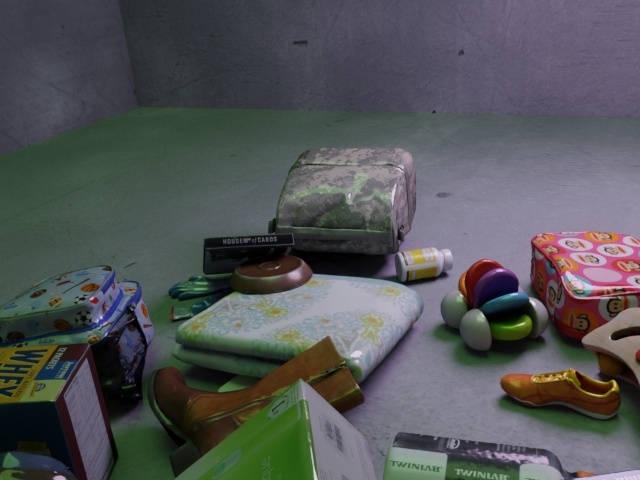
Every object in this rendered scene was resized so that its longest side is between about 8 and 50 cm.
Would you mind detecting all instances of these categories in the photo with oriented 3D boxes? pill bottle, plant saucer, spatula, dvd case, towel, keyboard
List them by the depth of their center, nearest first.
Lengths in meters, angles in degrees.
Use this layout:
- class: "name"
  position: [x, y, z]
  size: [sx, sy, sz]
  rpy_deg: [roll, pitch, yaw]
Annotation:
- class: "pill bottle"
  position: [0.203, 0.305, 0.810]
  size: [0.246, 0.130, 0.130]
  rpy_deg: [2, 24, 17]
- class: "spatula"
  position: [-0.034, 0.235, 1.169]
  size: [0.242, 0.019, 0.168]
  rpy_deg: [-25, 29, -38]
- class: "towel"
  position: [-0.035, 0.155, 1.250]
  size: [0.375, 0.090, 0.320]
  rpy_deg: [3, 20, 26]
- class: "plant saucer"
  position: [-0.100, 0.061, 1.371]
  size: [0.169, 0.029, 0.168]
  rpy_deg: [-4, 17, 1]
- class: "dvd case"
  position: [-0.161, 0.031, 1.473]
  size: [0.179, 0.029, 0.238]
  rpy_deg: [-3, -14, -11]
- class: "pill bottle"
  position: [0.224, 0.050, 1.488]
  size: [0.116, 0.065, 0.065]
  rpy_deg: [-8, 23, -8]
- class: "keyboard"
  position: [0.000, 0.000, 1.701]
  size: [0.317, 0.033, 0.201]
  rpy_deg: [-6, 23, -3]

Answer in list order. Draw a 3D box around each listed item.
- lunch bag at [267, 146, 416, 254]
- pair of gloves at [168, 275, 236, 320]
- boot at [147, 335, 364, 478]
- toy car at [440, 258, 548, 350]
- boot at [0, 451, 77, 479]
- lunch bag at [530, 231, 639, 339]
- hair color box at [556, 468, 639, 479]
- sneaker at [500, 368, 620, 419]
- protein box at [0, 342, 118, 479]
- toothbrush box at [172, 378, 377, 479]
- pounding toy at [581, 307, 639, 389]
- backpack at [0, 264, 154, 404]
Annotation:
- class: "lunch bag"
  position: [0.056, -0.074, 1.576]
  size: [0.305, 0.212, 0.256]
  rpy_deg: [3, 31, 15]
- class: "pair of gloves"
  position: [-0.249, 0.118, 1.488]
  size: [0.159, 0.023, 0.198]
  rpy_deg: [-9, 24, -9]
- class: "boot"
  position: [-0.105, 0.215, 1.016]
  size: [0.280, 0.096, 0.264]
  rpy_deg: [-32, 29, -8]
- class: "toy car"
  position: [0.313, 0.106, 1.244]
  size: [0.159, 0.136, 0.182]
  rpy_deg: [-10, 23, -13]
- class: "boot"
  position: [-0.303, 0.315, 0.844]
  size: [0.219, 0.082, 0.106]
  rpy_deg: [16, 42, -34]
- class: "lunch bag"
  position: [0.547, 0.074, 1.291]
  size: [0.258, 0.120, 0.293]
  rpy_deg: [-3, 22, 4]
- class: "hair color box"
  position: [0.249, 0.335, 0.673]
  size: [0.347, 0.173, 0.105]
  rpy_deg: [-6, 22, -3]
- class: "sneaker"
  position: [0.366, 0.221, 1.053]
  size: [0.175, 0.067, 0.064]
  rpy_deg: [3, 26, 23]
- class: "protein box"
  position: [-0.412, 0.266, 0.942]
  size: [0.200, 0.201, 0.136]
  rpy_deg: [-4, 23, 3]
- class: "toothbrush box"
  position: [-0.079, 0.312, 0.696]
  size: [0.283, 0.122, 0.206]
  rpy_deg: [-41, 21, 12]
- class: "pounding toy"
  position: [0.526, 0.223, 1.013]
  size: [0.154, 0.155, 0.269]
  rpy_deg: [-43, 24, -12]
- class: "backpack"
  position: [-0.427, 0.162, 1.210]
  size: [0.277, 0.213, 0.263]
  rpy_deg: [-6, 12, 7]
